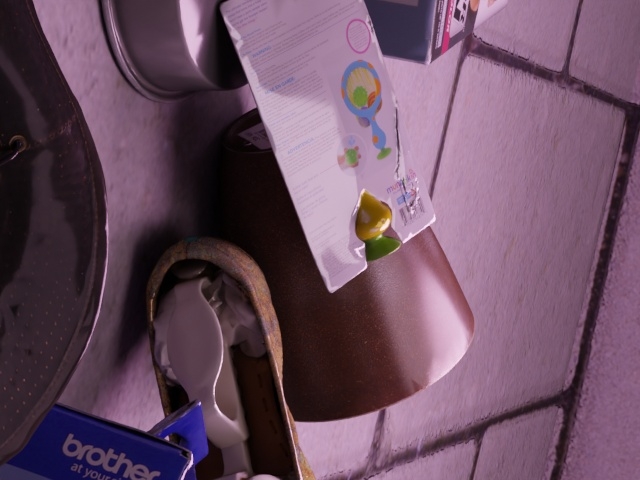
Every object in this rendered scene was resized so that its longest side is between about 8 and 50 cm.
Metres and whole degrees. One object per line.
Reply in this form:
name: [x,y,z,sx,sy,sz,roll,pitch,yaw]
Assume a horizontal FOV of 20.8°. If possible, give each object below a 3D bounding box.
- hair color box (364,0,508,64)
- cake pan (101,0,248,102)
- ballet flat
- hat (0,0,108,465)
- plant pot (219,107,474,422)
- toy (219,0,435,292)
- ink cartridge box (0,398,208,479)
hair color box: [0.100,-0.287,1.591,0.374,0.114,0.185,-45,144,-68]
cake pan: [-0.071,-0.243,1.320,0.293,0.054,0.293,14,90,-70]
ballet flat: [-0.069,0.161,1.352,0.123,0.123,0.348,25,51,-69]
hat: [-0.256,-0.012,0.858,0.331,0.134,0.331,-17,111,-54]
plant pot: [0.000,0.000,1.491,0.215,0.215,0.230,-52,132,-48]
toy: [-0.002,-0.093,1.364,0.137,0.056,0.237,-33,107,-38]
ink cartridge box: [-0.192,0.279,1.154,0.270,0.151,0.395,90,20,-61]
